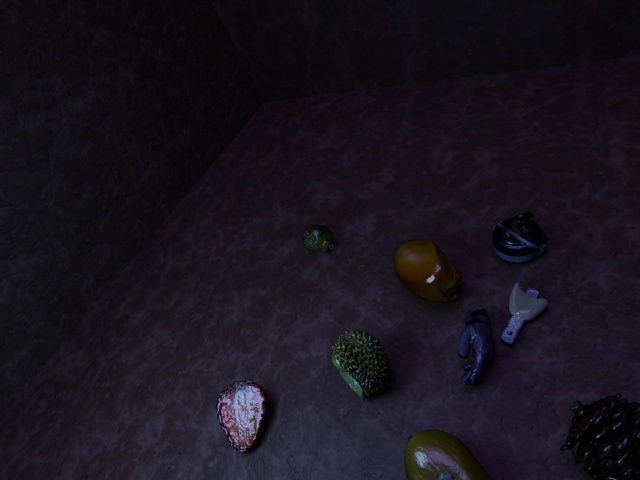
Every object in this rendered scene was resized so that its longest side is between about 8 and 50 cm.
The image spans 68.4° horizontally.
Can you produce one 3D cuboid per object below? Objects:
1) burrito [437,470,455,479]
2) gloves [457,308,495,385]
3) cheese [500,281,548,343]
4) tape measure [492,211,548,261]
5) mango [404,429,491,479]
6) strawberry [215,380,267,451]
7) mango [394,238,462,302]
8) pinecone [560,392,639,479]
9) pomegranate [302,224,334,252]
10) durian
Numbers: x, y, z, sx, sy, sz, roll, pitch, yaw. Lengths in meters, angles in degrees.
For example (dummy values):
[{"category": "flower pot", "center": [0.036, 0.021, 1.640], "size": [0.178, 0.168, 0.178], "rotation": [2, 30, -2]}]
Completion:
[{"category": "burrito", "center": [0.286, 0.705, 1.159], "size": [0.066, 0.309, 0.096], "rotation": [-5, 28, -45]}, {"category": "gloves", "center": [0.496, 0.334, 1.514], "size": [0.119, 0.142, 0.285], "rotation": [-29, 30, 48]}, {"category": "cheese", "center": [0.663, 0.245, 1.566], "size": [0.127, 0.049, 0.235], "rotation": [20, 58, 41]}, {"category": "tape measure", "center": [0.733, -0.005, 1.749], "size": [0.181, 0.107, 0.182], "rotation": [-16, 41, 10]}, {"category": "mango", "center": [0.348, 0.655, 1.245], "size": [0.195, 0.142, 0.331], "rotation": [-42, 49, 6]}, {"category": "strawberry", "center": [-0.268, 0.625, 1.682], "size": [0.190, 0.111, 0.236], "rotation": [-11, 65, 6]}, {"category": "mango", "center": [0.389, 0.097, 1.784], "size": [0.199, 0.201, 0.350], "rotation": [-9, 25, -22]}, {"category": "pinecone", "center": [0.730, 0.498, 1.138], "size": [0.224, 0.224, 0.272], "rotation": [-42, 61, -16]}, {"category": "pomegranate", "center": [0.005, -0.010, 2.148], "size": [0.169, 0.143, 0.122], "rotation": [0, 47, 43]}, {"category": "durian", "center": [0.140, 0.407, 1.567], "size": [0.177, 0.236, 0.200], "rotation": [-22, 24, 0]}]
